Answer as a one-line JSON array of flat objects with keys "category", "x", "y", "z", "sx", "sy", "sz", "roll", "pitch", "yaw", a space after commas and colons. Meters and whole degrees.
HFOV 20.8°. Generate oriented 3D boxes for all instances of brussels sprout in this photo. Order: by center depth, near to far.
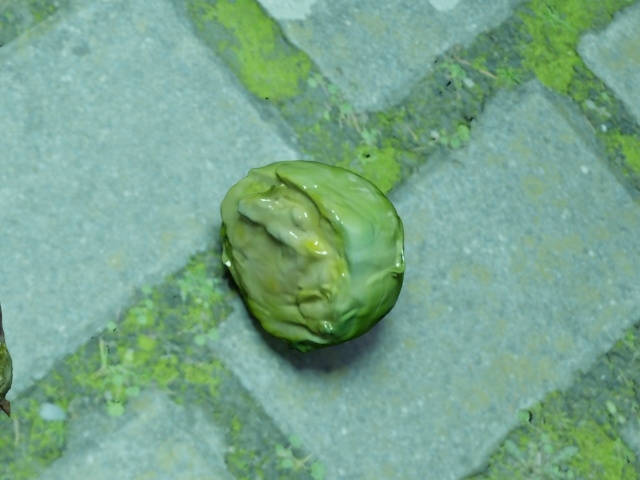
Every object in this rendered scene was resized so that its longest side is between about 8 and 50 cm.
[{"category": "brussels sprout", "x": 0.004, "y": 0.001, "z": 1.363, "sx": 0.122, "sy": 0.149, "sz": 0.151, "roll": -28, "pitch": 97, "yaw": -49}]

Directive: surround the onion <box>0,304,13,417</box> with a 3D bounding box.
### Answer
[{"category": "onion", "x": -0.308, "y": 0.085, "z": 1.180, "sx": 0.195, "sy": 0.159, "sz": 0.159, "roll": 0, "pitch": 65, "yaw": 0}]
